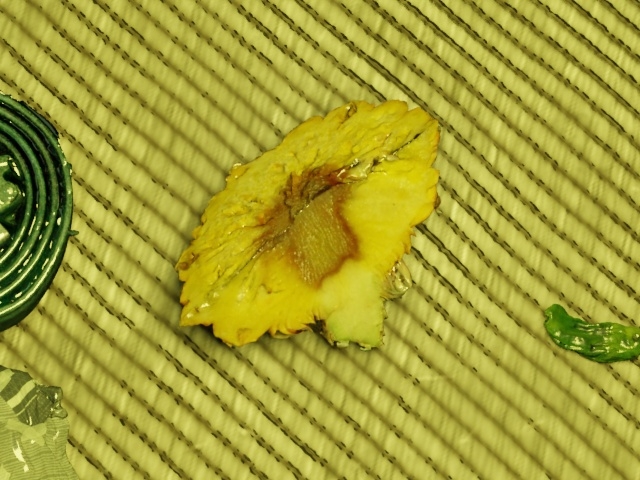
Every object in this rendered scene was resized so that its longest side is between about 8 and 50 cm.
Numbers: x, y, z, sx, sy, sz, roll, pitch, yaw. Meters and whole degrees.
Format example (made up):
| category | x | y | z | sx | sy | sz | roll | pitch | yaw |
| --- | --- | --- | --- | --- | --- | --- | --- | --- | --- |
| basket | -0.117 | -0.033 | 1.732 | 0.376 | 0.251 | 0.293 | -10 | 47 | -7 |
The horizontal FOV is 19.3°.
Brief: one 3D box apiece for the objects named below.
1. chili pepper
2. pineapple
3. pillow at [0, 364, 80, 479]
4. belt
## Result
| category | x | y | z | sx | sy | sz | roll | pitch | yaw |
| --- | --- | --- | --- | --- | --- | --- | --- | --- | --- |
| chili pepper | 0.224 | 0.078 | 1.538 | 0.091 | 0.034 | 0.030 | 16 | 43 | -1 |
| pineapple | 0.004 | -0.004 | 1.507 | 0.250 | 0.140 | 0.164 | -45 | 127 | 2 |
| pillow | -0.346 | 0.199 | 1.416 | 0.335 | 0.092 | 0.161 | -15 | 74 | -8 |
| belt | -0.323 | -0.020 | 1.452 | 0.267 | 0.116 | 0.206 | 0 | 76 | -12 |
